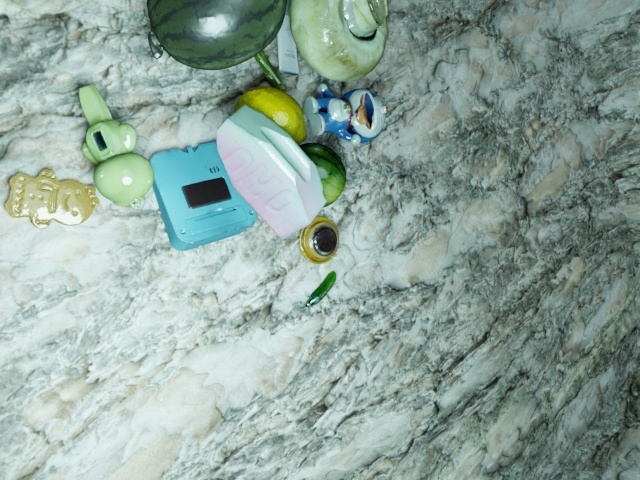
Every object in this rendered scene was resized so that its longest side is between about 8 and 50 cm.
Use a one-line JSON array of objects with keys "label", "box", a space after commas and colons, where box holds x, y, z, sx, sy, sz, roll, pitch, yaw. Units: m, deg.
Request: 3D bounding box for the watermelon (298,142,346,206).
[{"label": "watermelon", "box": [-0.032, -0.187, 1.414, 0.214, 0.188, 0.188, 26, 74, -11]}]

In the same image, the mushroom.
[{"label": "mushroom", "box": [0.065, -0.641, 1.439, 0.352, 0.260, 0.353, 1, 88, -54]}]

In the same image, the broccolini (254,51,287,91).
[{"label": "broccolini", "box": [-0.192, -0.590, 1.384, 0.079, 0.074, 0.392, -42, 109, -20]}]

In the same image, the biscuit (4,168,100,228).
[{"label": "biscuit", "box": [-0.601, -0.087, 1.126, 0.184, 0.027, 0.134, 23, 74, -31]}]

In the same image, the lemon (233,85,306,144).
[{"label": "lemon", "box": [-0.136, -0.322, 1.349, 0.180, 0.180, 0.193, -35, 94, -29]}]

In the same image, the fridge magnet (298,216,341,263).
[{"label": "fridge magnet", "box": [0.000, 0.000, 1.498, 0.143, 0.063, 0.143, -1, 92, -34]}]

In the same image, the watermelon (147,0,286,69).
[{"label": "watermelon", "box": [-0.258, -0.558, 1.213, 0.359, 0.279, 0.279, -22, 102, -2]}]

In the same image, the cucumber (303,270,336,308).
[{"label": "cucumber", "box": [0.004, 0.154, 1.512, 0.155, 0.037, 0.037, -48, 113, -25]}]

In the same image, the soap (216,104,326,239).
[{"label": "soap", "box": [-0.130, -0.175, 1.270, 0.324, 0.192, 0.109, 49, 43, -14]}]

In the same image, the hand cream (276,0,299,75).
[{"label": "hand cream", "box": [-0.104, -0.611, 1.460, 0.079, 0.048, 0.256, -9, 94, -42]}]

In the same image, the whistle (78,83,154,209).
[{"label": "whistle", "box": [-0.477, -0.211, 1.173, 0.141, 0.141, 0.294, -13, 78, -33]}]

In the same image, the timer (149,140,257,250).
[{"label": "timer", "box": [-0.309, -0.120, 1.309, 0.231, 0.091, 0.250, -18, 87, -32]}]

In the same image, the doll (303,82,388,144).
[{"label": "doll", "box": [0.079, -0.383, 1.510, 0.256, 0.161, 0.216, -11, 79, -32]}]
